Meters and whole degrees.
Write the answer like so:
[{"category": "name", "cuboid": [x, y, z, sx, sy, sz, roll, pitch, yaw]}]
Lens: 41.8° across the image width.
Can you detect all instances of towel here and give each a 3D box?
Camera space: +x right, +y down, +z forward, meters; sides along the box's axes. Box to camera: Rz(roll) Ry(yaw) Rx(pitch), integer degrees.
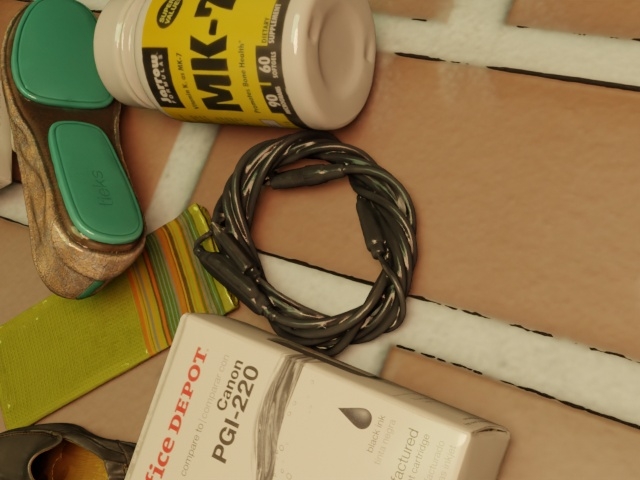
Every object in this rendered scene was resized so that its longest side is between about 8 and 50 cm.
[{"category": "towel", "cuboid": [-0.181, 0.066, 0.701, 0.237, 0.021, 0.102, -30, 62, 12]}]

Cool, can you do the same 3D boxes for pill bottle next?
[{"category": "pill bottle", "cuboid": [-0.072, -0.152, 0.669, 0.208, 0.119, 0.119, 7, 75, 31]}]

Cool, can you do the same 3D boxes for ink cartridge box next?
[{"category": "ink cartridge box", "cuboid": [-0.011, 0.156, 0.546, 0.217, 0.092, 0.159, 18, 87, 30]}]

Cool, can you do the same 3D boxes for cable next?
[{"category": "cable", "cuboid": [0.000, 0.000, 0.635, 0.184, 0.047, 0.150, 36, 82, 27]}]

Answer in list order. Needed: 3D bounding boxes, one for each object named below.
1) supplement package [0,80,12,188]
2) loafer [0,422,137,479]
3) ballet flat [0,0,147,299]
[{"category": "supplement package", "cuboid": [-0.382, -0.084, 0.777, 0.179, 0.105, 0.105, -20, 65, 30]}, {"category": "loafer", "cuboid": [-0.205, 0.172, 0.651, 0.170, 0.061, 0.062, -3, 72, 24]}, {"category": "ballet flat", "cuboid": [-0.228, -0.083, 0.727, 0.106, 0.107, 0.316, -52, 42, 38]}]
